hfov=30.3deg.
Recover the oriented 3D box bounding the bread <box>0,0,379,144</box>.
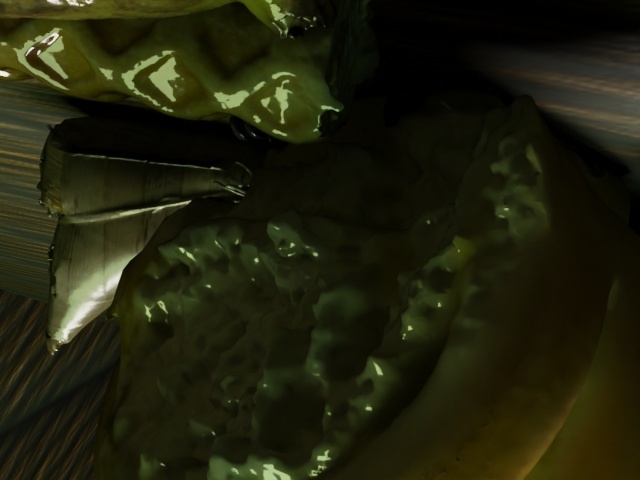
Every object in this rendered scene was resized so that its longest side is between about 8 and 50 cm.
[{"bbox_3d":[-0.106,-0.110,0.547,0.269,0.098,0.087,12,159,8],"label":"bread"}]

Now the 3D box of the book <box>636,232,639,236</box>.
[{"bbox_3d":[0.152,0.064,0.865,0.269,0.025,0.191,-34,-160,-33],"label":"book"}]

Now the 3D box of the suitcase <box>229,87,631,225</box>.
[{"bbox_3d":[0.070,-0.002,0.773,0.234,0.143,0.193,21,167,-39],"label":"suitcase"}]

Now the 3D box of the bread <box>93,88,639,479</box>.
[{"bbox_3d":[0.042,0.099,0.581,0.315,0.211,0.270,-16,132,40],"label":"bread"}]

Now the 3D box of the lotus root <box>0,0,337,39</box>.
[{"bbox_3d":[-0.084,-0.128,0.458,0.190,0.095,0.108,7,-170,-8],"label":"lotus root"}]

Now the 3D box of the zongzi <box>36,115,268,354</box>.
[{"bbox_3d":[-0.130,0.006,0.937,0.194,0.198,0.099,8,-174,12],"label":"zongzi"}]
